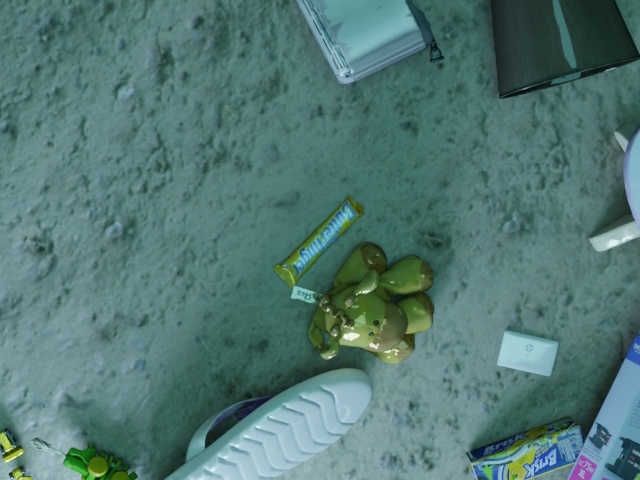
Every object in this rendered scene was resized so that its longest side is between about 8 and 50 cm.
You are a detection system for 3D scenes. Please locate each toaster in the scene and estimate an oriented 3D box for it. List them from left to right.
[{"bbox_3d":[0.058,-0.316,1.520,0.146,0.129,0.227,-28,97,4],"label":"toaster"}]

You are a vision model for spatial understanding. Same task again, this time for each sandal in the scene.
[{"bbox_3d":[-0.118,0.289,1.566,0.416,0.169,0.102,-34,54,1],"label":"sandal"}]

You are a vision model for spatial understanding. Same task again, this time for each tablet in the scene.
[{"bbox_3d":[0.309,0.168,1.622,0.083,0.006,0.054,13,94,-3],"label":"tablet"}]

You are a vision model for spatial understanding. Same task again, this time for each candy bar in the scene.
[{"bbox_3d":[0.000,0.000,1.595,0.161,0.018,0.040,-45,94,3],"label":"candy bar"}]

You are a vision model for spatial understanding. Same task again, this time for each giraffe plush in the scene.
[{"bbox_3d":[0.063,0.098,1.527,0.210,0.170,0.181,0,95,-2],"label":"giraffe plush"}]

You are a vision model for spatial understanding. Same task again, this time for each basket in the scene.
[{"bbox_3d":[0.318,-0.333,1.517,0.204,0.154,0.227,-16,91,2],"label":"basket"}]

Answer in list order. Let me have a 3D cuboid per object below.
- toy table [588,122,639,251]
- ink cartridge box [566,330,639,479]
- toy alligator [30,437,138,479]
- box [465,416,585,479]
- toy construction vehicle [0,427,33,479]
[{"bbox_3d":[0.512,-0.051,1.535,0.252,0.161,0.274,-21,94,0],"label":"toy table"},{"bbox_3d":[0.494,0.264,1.578,0.185,0.065,0.311,23,91,-26],"label":"ink cartridge box"},{"bbox_3d":[-0.332,0.327,1.596,0.189,0.056,0.051,34,51,-3],"label":"toy alligator"},{"bbox_3d":[0.304,0.317,1.606,0.169,0.059,0.054,-19,95,0],"label":"box"},{"bbox_3d":[-0.471,0.336,1.602,0.086,0.035,0.098,-32,97,-10],"label":"toy construction vehicle"}]
